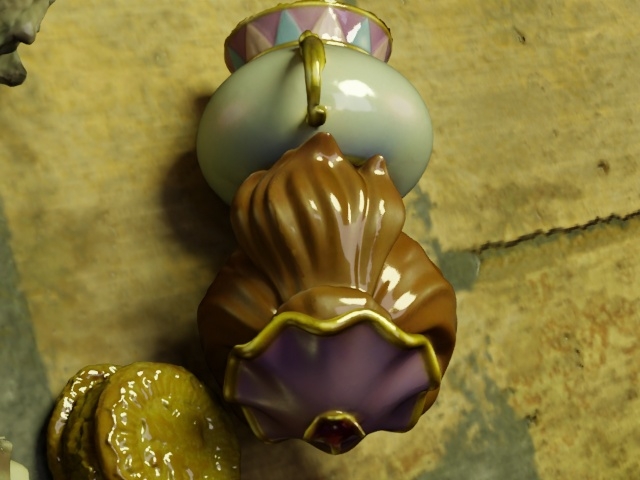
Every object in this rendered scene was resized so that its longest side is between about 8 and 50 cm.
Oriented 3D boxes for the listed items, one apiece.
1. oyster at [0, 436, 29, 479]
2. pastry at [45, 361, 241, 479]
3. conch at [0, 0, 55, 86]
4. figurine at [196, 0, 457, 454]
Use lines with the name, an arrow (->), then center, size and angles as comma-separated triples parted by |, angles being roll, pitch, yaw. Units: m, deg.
oyster -> -0.220, 0.057, 0.631 | 0.238, 0.351, 0.115 | 27, 85, 17
pastry -> -0.090, 0.111, 0.869 | 0.097, 0.057, 0.109 | -31, 95, -45
conch -> -0.225, -0.143, 0.797 | 0.240, 0.186, 0.313 | 51, 31, -33
figurine -> 0.000, 0.000, 0.923 | 0.189, 0.142, 0.263 | 75, 10, -61
